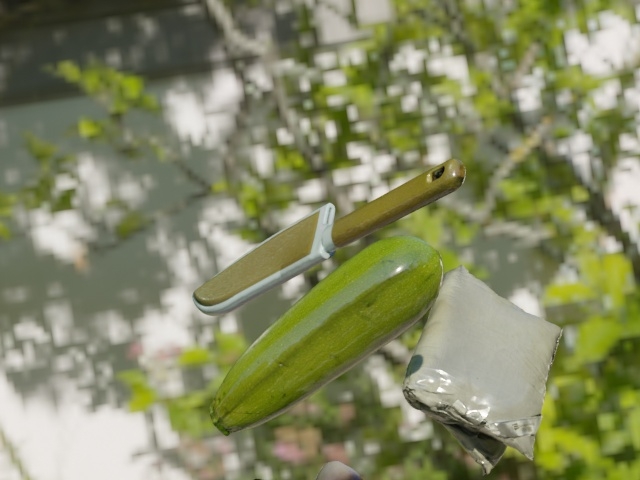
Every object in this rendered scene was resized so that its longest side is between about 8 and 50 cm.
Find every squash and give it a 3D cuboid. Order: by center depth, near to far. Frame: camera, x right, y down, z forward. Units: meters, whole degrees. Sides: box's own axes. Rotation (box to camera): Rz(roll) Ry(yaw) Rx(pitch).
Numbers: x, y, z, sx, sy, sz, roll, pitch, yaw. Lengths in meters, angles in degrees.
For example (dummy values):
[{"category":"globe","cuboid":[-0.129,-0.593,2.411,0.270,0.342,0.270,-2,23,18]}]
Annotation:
[{"category":"squash","cuboid":[0.004,0.068,1.419,0.201,0.066,0.066,-39,-3,-3]}]

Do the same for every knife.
[{"category":"knife","cuboid":[0.000,-0.001,1.691,0.027,0.061,0.343,35,-44,-28]}]

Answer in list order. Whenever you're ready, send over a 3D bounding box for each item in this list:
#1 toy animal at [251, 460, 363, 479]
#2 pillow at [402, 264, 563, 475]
[{"category":"toy animal","cuboid":[-0.051,0.286,1.328,0.302,0.344,0.194,35,-34,-14]},{"category":"pillow","cuboid":[0.152,0.113,1.855,0.078,0.134,0.181,-45,15,43]}]
